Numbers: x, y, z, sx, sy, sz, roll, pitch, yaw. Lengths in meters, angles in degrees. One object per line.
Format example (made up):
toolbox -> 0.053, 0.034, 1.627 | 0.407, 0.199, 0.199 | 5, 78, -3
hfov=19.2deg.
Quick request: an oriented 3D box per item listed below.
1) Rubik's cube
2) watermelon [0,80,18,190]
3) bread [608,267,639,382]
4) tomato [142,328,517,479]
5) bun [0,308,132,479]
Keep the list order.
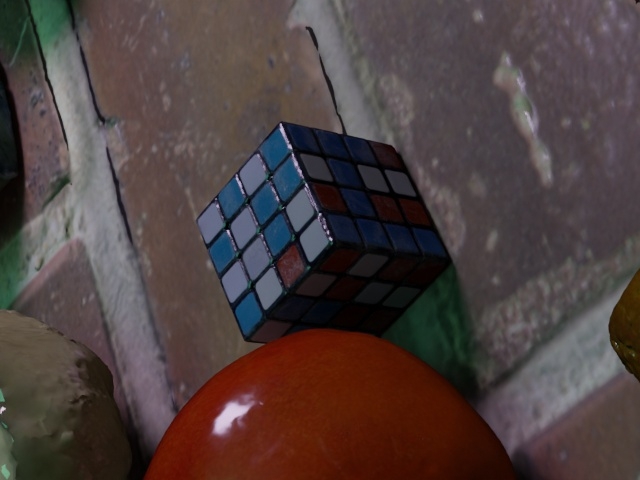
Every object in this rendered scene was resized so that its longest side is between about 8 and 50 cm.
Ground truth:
Rubik's cube -> 0.000, 0.000, 1.086 | 0.092, 0.092, 0.092 | -47, 51, 33
watermelon -> -0.349, -0.081, 1.502 | 0.283, 0.293, 0.250 | 35, 69, 22
bread -> 0.214, 0.063, 0.817 | 0.132, 0.103, 0.172 | -51, 48, 22
tomato -> -0.004, 0.178, 0.993 | 0.259, 0.180, 0.260 | 1, 92, 51
bun -> -0.211, 0.165, 1.255 | 0.259, 0.152, 0.259 | 8, 101, 47
